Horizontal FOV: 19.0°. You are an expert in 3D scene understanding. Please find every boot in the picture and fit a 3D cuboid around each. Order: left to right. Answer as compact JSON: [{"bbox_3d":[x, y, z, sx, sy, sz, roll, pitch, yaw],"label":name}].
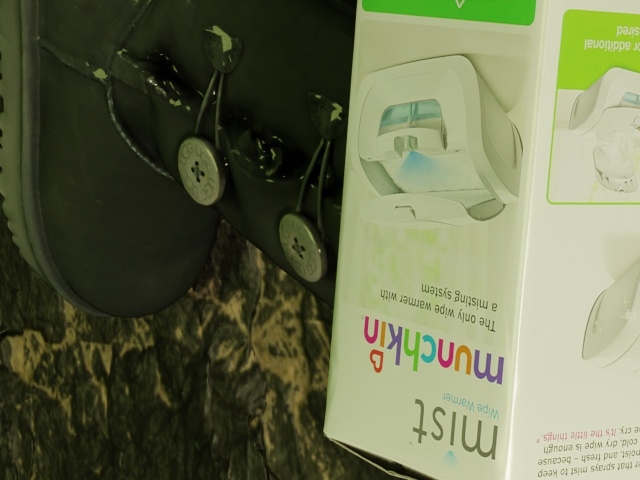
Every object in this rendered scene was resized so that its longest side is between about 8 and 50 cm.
[{"bbox_3d":[0.000,-0.001,1.121,0.445,0.146,0.367,31,146,31],"label":"boot"}]

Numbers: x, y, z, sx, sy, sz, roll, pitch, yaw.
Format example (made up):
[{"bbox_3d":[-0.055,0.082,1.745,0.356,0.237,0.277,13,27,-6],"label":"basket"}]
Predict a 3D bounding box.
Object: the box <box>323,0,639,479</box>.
[{"bbox_3d":[0.148,-0.020,0.816,0.127,0.262,0.231,15,104,53],"label":"box"}]
